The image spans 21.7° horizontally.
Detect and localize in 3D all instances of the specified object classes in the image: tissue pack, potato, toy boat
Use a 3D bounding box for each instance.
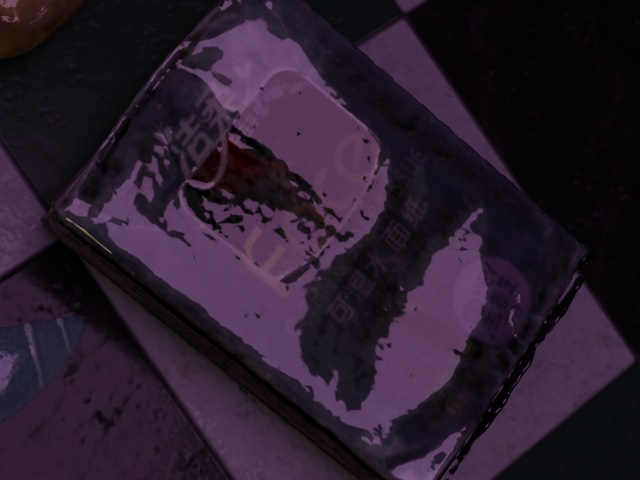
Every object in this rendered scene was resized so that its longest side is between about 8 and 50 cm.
[{"bbox_3d":[0.000,0.000,1.280,0.361,0.122,0.259,41,71,-10],"label":"tissue pack"},{"bbox_3d":[-0.221,-0.211,1.264,0.107,0.080,0.170,31,66,-3],"label":"potato"},{"bbox_3d":[-0.222,0.088,1.223,0.122,0.034,0.096,-9,87,-24],"label":"toy boat"}]
